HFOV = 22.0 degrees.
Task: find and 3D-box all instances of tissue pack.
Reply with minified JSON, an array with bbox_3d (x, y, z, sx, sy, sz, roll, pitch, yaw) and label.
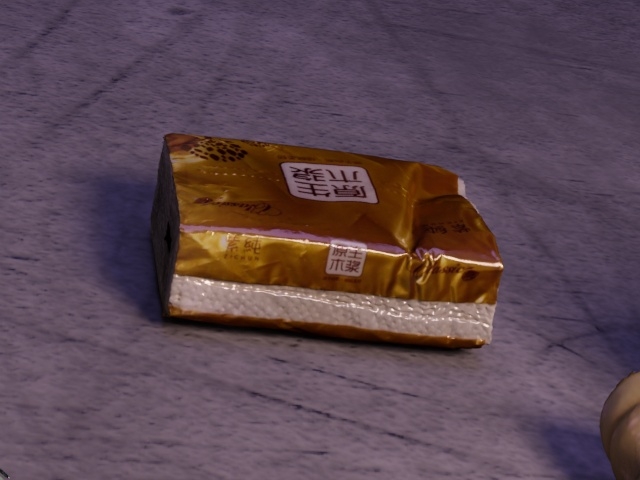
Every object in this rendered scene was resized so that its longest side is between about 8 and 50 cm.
[{"bbox_3d":[0.000,0.000,1.144,0.226,0.092,0.183,5,25,-11],"label":"tissue pack"}]

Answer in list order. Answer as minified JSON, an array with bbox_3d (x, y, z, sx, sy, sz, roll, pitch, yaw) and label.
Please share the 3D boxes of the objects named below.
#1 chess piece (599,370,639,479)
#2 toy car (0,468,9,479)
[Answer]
[{"bbox_3d":[0.209,0.162,0.905,0.090,0.090,0.200,10,34,-6],"label":"chess piece"},{"bbox_3d":[-0.174,0.137,0.813,0.122,0.035,0.059,32,35,32],"label":"toy car"}]
